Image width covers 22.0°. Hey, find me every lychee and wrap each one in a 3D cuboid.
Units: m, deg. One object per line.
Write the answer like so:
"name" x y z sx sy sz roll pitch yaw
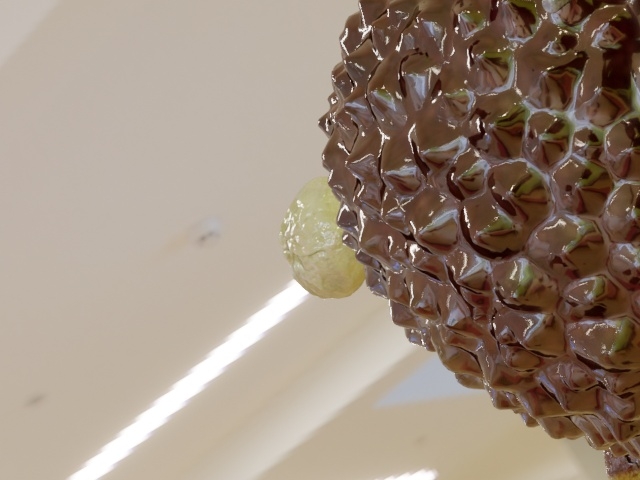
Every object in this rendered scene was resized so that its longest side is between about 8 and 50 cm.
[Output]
"lychee" 0.152 -0.036 0.833 0.306 0.330 0.306 -17 -34 -12

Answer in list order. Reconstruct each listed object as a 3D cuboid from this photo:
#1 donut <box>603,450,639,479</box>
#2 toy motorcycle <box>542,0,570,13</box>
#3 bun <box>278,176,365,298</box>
"donut" 0.264 0.160 1.313 0.059 0.140 0.140 -10 -12 22
"toy motorcycle" 0.205 -0.148 0.638 0.263 0.091 0.157 1 -29 -30
"bun" 0.000 0.000 1.515 0.069 0.115 0.115 -15 -25 -19
